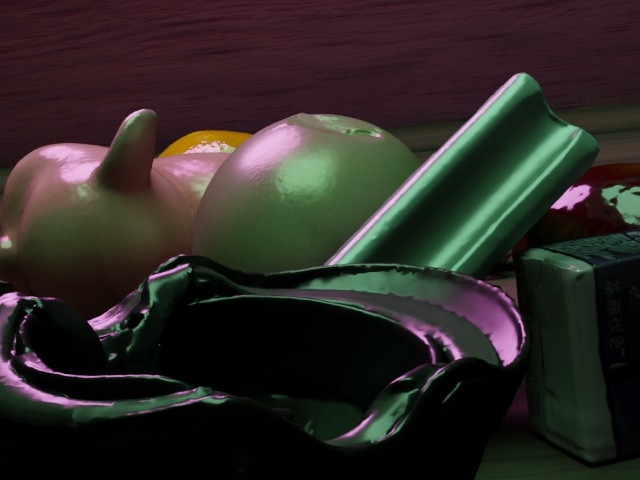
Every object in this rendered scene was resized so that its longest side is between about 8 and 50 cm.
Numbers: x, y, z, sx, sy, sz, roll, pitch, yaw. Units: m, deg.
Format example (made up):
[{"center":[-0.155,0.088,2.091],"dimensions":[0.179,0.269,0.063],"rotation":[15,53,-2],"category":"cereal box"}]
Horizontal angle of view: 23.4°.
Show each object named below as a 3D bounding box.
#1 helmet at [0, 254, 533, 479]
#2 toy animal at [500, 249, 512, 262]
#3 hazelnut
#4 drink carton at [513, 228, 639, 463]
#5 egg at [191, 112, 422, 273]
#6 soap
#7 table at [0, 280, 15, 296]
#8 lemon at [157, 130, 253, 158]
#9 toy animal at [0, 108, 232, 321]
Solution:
[{"center":[-0.031,0.117,0.792],"dimensions":[0.305,0.177,0.225],"rotation":[-6,15,-37],"category":"helmet"},{"center":[0.128,-0.013,1.710],"dimensions":[0.195,0.090,0.324],"rotation":[-8,12,-9],"category":"toy animal"},{"center":[0.245,0.026,1.207],"dimensions":[0.161,0.170,0.202],"rotation":[9,8,-44],"category":"hazelnut"},{"center":[0.256,0.059,1.060],"dimensions":[0.222,0.134,0.102],"rotation":[-9,8,-16],"category":"drink carton"},{"center":[0.000,0.000,1.335],"dimensions":[0.219,0.219,0.269],"rotation":[-5,23,12],"category":"egg"},{"center":[0.066,0.015,1.100],"dimensions":[0.265,0.087,0.160],"rotation":[-45,-1,-21],"category":"soap"},{"center":[-0.309,0.053,1.770],"dimensions":[0.134,0.043,0.133],"rotation":[-7,9,1],"category":"table"},{"center":[-0.110,-0.041,1.800],"dimensions":[0.203,0.178,0.178],"rotation":[6,10,-1],"category":"lemon"},{"center":[-0.162,0.002,1.541],"dimensions":[0.326,0.237,0.269],"rotation":[-7,-2,-16],"category":"toy animal"}]
